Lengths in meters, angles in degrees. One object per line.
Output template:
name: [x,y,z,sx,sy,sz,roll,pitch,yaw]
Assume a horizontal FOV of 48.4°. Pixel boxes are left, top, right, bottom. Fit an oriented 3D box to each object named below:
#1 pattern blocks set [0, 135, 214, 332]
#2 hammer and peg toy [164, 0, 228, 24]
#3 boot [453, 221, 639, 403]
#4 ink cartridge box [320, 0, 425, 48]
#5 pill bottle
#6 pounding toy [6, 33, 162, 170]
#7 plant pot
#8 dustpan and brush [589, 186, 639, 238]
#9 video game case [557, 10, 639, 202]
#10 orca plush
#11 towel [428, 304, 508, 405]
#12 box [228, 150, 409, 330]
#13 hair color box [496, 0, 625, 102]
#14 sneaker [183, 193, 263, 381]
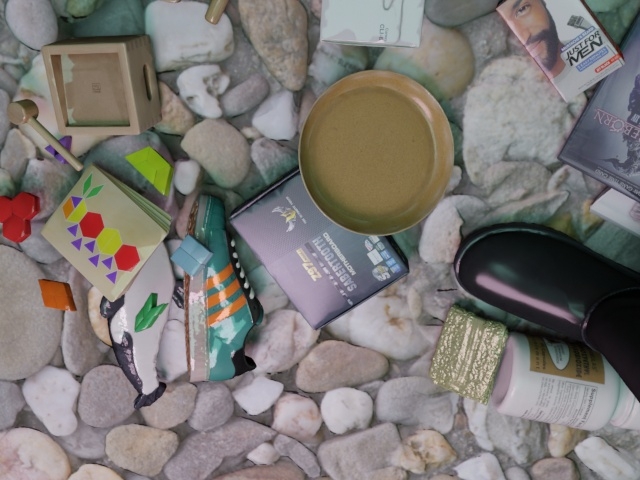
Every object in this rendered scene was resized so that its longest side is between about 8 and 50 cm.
pattern blocks set: [-0.325,-0.017,1.071,0.285,0.026,0.325,-43,76,7]
hammer and peg toy: [-0.227,-0.447,0.926,0.361,0.127,0.266,17,109,-2]
boot: [0.376,0.130,0.918,0.367,0.445,0.146,15,109,-1]
ink cartridge box: [0.069,-0.323,0.924,0.127,0.176,0.128,4,109,2]
pill bottle: [0.396,0.226,1.117,0.229,0.131,0.131,11,109,0]
pounding toy: [-0.345,-0.201,1.044,0.206,0.094,0.181,2,114,13]
plant pot: [0.079,-0.126,1.033,0.236,0.032,0.236,-2,97,-15]
dustpan and brush: [0.511,-0.081,1.021,0.147,0.060,0.211,27,119,-6]
video game case: [0.475,-0.188,0.967,0.196,0.026,0.274,37,111,30]
orca plush: [-0.297,0.120,1.168,0.151,0.102,0.287,-26,118,-35]
towel: [0.237,0.184,1.148,0.110,0.027,0.148,21,112,28]
box: [0.000,0.000,1.103,0.183,0.059,0.233,-32,103,14]
hair color box: [0.328,-0.285,0.975,0.093,0.053,0.167,-35,103,31]
sneaker: [-0.152,0.075,1.126,0.121,0.108,0.302,-2,104,-17]
